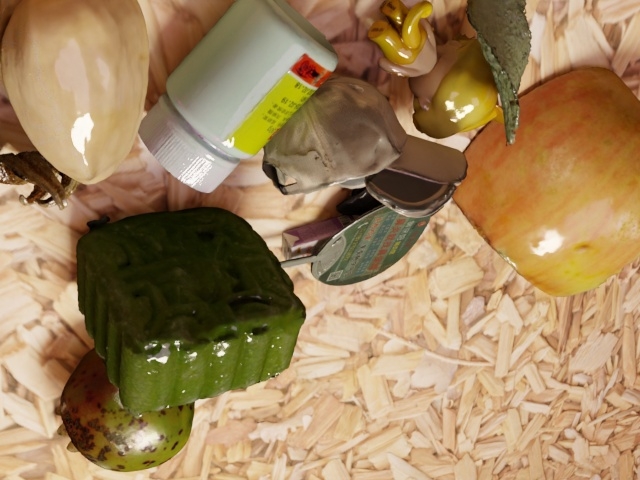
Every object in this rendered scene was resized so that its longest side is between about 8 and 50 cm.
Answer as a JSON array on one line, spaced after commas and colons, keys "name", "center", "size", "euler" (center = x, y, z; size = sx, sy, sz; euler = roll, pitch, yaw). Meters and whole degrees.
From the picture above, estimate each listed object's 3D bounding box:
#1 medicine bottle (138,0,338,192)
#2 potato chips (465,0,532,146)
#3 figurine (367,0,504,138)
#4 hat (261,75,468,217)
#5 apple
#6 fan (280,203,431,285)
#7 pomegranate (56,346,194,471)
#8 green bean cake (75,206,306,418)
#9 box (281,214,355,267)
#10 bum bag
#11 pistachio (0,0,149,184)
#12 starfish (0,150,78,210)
[{"name": "medicine bottle", "center": [-0.099, -0.177, 1.192], "size": [0.225, 0.139, 0.139], "euler": [-45, 141, 14]}, {"name": "potato chips", "center": [0.238, -0.249, 1.317], "size": [0.059, 0.228, 0.167], "euler": [-13, 138, 31]}, {"name": "figurine", "center": [0.160, -0.224, 1.354], "size": [0.246, 0.131, 0.156], "euler": [32, 83, -40]}, {"name": "hat", "center": [0.060, -0.123, 1.307], "size": [0.274, 0.232, 0.161], "euler": [7, 104, -21]}, {"name": "apple", "center": [0.396, -0.100, 1.605], "size": [0.309, 0.314, 0.252], "euler": [-43, -175, 21]}, {"name": "fan", "center": [0.043, 0.025, 1.562], "size": [0.294, 0.012, 0.223], "euler": [-26, 155, -2]}, {"name": "pomegranate", "center": [-0.296, 0.237, 1.489], "size": [0.198, 0.246, 0.198], "euler": [-5, 97, -42]}, {"name": "green bean cake", "center": [-0.174, 0.079, 1.324], "size": [0.249, 0.247, 0.156], "euler": [-12, 137, -26]}, {"name": "box", "center": [0.000, 0.000, 1.536], "size": [0.117, 0.036, 0.051], "euler": [-18, 141, -19]}, {"name": "bum bag", "center": [0.116, -0.062, 1.549], "size": [0.197, 0.049, 0.087], "euler": [2, 154, -38]}, {"name": "pistachio", "center": [-0.256, -0.175, 1.061], "size": [0.157, 0.157, 0.230], "euler": [-14, 125, -23]}, {"name": "starfish", "center": [-0.342, -0.060, 1.130], "size": [0.146, 0.189, 0.074], "euler": [-14, 102, -31]}]
